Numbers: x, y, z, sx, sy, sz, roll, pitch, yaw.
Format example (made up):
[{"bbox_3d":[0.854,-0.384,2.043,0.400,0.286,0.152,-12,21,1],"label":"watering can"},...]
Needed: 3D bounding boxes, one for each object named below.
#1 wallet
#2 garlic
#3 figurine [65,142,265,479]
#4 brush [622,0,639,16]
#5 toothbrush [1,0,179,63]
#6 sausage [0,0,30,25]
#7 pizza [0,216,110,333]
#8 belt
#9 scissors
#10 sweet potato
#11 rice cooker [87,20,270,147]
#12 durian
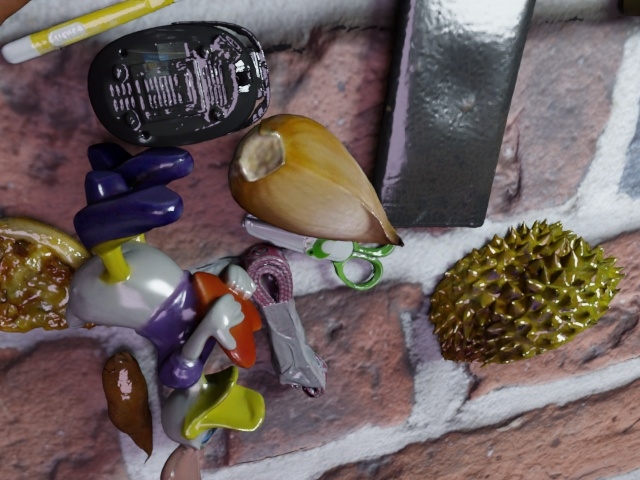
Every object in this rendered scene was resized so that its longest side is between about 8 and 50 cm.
[{"bbox_3d":[0.151,-0.166,0.607,0.170,0.044,0.322,0,112,-18],"label":"wallet"},{"bbox_3d":[-0.009,-0.067,0.570,0.206,0.128,0.115,26,61,-32],"label":"garlic"},{"bbox_3d":[-0.163,0.107,0.556,0.193,0.154,0.421,-16,117,5],"label":"figurine"},{"bbox_3d":[0.469,-0.330,0.615,0.197,0.059,0.123,-5,118,-15],"label":"brush"},{"bbox_3d":[-0.162,-0.225,0.490,0.287,0.024,0.021,-23,121,-5],"label":"toothbrush"},{"bbox_3d":[-0.238,-0.245,0.425,0.326,0.079,0.087,-36,150,4],"label":"sausage"},{"bbox_3d":[-0.304,0.058,0.571,0.134,0.046,0.175,-45,120,7],"label":"pizza"},{"bbox_3d":[-0.049,0.111,0.674,0.071,0.053,0.232,-20,117,-4],"label":"belt"},{"bbox_3d":[0.000,0.000,0.649,0.204,0.027,0.101,16,105,-24],"label":"scissors"},{"bbox_3d":[-0.245,0.222,0.668,0.056,0.056,0.195,-9,122,-13],"label":"sweet potato"},{"bbox_3d":[-0.132,-0.148,0.492,0.165,0.106,0.112,-9,111,3],"label":"rice cooker"},{"bbox_3d":[0.287,0.079,0.710,0.260,0.186,0.154,-46,126,-7],"label":"durian"}]
